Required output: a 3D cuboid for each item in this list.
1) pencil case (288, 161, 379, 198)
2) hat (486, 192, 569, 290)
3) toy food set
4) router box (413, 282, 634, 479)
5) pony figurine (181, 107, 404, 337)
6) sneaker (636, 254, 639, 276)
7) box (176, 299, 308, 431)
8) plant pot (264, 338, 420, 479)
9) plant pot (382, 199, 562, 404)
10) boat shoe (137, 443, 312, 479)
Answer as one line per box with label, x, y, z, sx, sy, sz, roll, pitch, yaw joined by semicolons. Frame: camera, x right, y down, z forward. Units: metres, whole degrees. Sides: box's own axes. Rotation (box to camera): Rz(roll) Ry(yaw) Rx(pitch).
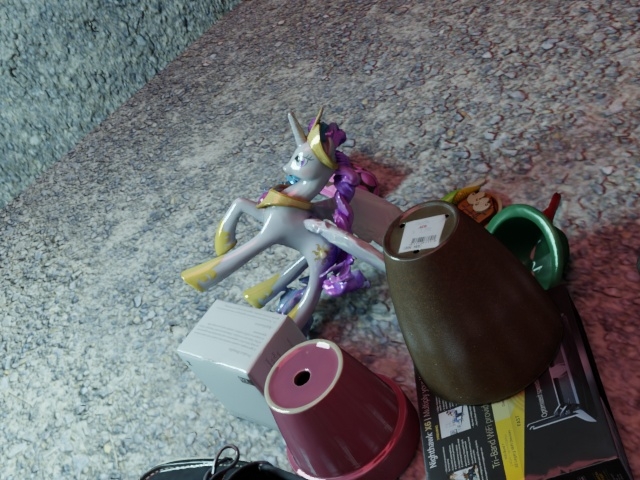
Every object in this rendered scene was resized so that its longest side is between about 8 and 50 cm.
pencil case;0.024;-0.121;1.835;0.098;0.095;0.209;-11;20;-30
hat;0.371;0.023;1.423;0.173;0.184;0.208;2;91;56
toy food set;0.254;-0.046;1.594;0.132;0.038;0.192;-27;35;11
router box;0.258;0.225;1.225;0.243;0.081;0.308;-22;36;18
pony figurine;0.000;0.000;1.532;0.363;0.351;0.303;-50;13;17
sneaker;0.495;0.058;1.204;0.078;0.106;0.234;-32;34;3
box;-0.100;0.206;1.464;0.181;0.182;0.119;8;52;45
plant pot;0.018;0.247;1.315;0.201;0.180;0.201;-22;37;18
plant pot;0.180;0.064;1.207;0.215;0.230;0.215;-22;36;18
boat shoe;-0.118;0.387;1.286;0.500;0.156;0.186;3;51;44
